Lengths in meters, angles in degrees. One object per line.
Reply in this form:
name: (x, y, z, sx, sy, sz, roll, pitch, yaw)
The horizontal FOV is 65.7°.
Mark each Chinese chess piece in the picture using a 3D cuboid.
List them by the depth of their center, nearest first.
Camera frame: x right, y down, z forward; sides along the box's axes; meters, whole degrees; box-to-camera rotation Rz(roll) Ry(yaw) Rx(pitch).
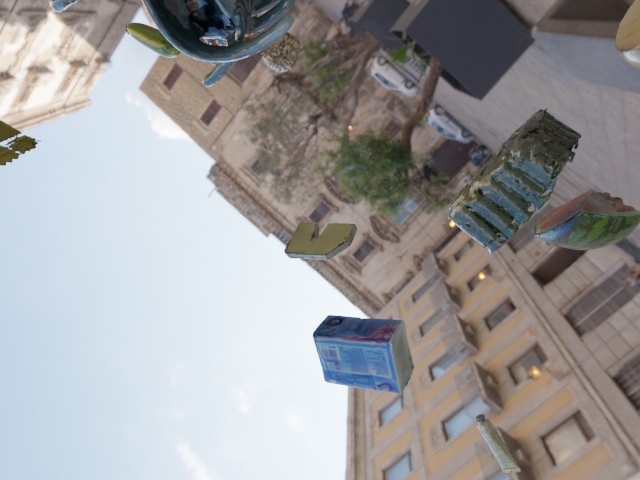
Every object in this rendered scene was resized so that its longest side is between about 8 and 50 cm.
Chinese chess piece: (0.750, -0.481, 1.038, 0.097, 0.251, 0.251, 28, -160, -6)

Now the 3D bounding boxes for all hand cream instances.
hand cream: (0.284, 0.329, 0.803, 0.022, 0.035, 0.102, -28, -94, -46)

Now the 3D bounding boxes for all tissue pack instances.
tissue pack: (0.132, 0.343, 1.529, 0.146, 0.263, 0.198, -44, -54, -53)

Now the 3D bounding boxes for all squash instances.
squash: (-0.488, -0.586, 1.444, 0.201, 0.066, 0.066, 28, -166, 16)

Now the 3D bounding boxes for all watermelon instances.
watermelon: (0.556, -0.023, 1.091, 0.146, 0.231, 0.129, -19, -103, -28)

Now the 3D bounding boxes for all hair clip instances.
hair clip: (-0.170, -0.402, 0.693, 0.238, 0.392, 0.319, 37, -142, -36)

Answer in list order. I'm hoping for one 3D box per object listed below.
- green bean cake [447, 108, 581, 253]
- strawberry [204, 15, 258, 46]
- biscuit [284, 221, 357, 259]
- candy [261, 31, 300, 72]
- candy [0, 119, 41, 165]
green bean cake: (0.393, -0.128, 1.003, 0.132, 0.255, 0.241, 40, -136, 8)
strawberry: (-0.222, -0.532, 1.209, 0.140, 0.192, 0.085, -20, -105, -24)
biscuit: (0.000, 0.000, 1.721, 0.046, 0.249, 0.147, 54, -130, -41)
candy: (-0.093, -0.461, 1.222, 0.085, 0.095, 0.110, 26, -176, -19)
candy: (-0.630, -0.206, 0.783, 0.297, 0.081, 0.187, 34, -156, -12)
